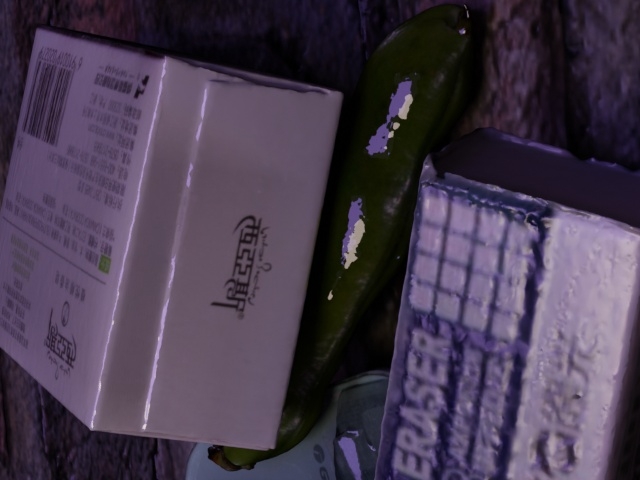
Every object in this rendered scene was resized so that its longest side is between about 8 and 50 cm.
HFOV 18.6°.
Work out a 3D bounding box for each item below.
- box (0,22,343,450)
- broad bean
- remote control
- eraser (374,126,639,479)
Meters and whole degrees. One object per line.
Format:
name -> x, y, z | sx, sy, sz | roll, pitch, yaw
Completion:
box -> -0.098, -0.011, 1.090 | 0.260, 0.111, 0.194 | 24, 104, 63
broad bean -> 0.004, 0.007, 1.052 | 0.318, 0.056, 0.098 | -59, 38, 26
remote control -> 0.004, 0.137, 1.114 | 0.247, 0.052, 0.104 | -24, 80, 50
eraser -> 0.097, 0.102, 0.940 | 0.130, 0.086, 0.287 | 19, 112, 26
